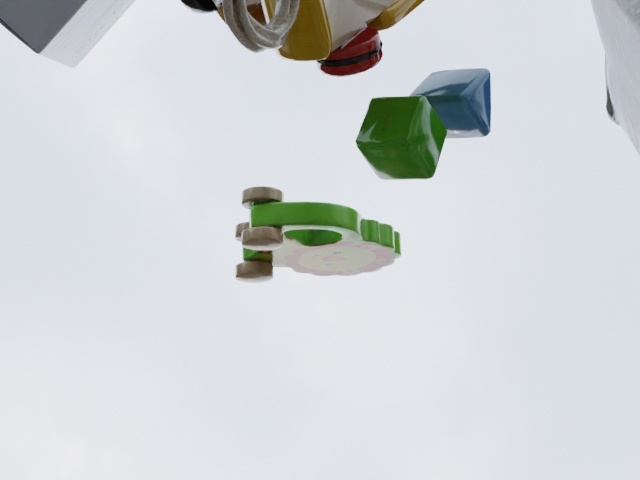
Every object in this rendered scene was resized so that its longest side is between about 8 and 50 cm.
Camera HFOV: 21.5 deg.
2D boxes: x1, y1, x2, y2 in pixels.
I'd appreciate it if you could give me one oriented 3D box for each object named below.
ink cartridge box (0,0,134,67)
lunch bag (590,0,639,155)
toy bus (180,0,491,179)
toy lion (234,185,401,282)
[{"bbox_3d":[-0.189,-0.208,1.315,0.072,0.175,0.127,42,-88,-1],"label":"ink cartridge box"},{"bbox_3d":[0.342,-0.130,1.086,0.287,0.235,0.169,-16,-59,0],"label":"lunch bag"},{"bbox_3d":[-0.009,-0.133,0.706,0.104,0.191,0.202,-1,-19,33],"label":"toy bus"},{"bbox_3d":[0.000,0.000,0.964,0.096,0.034,0.100,0,-18,-6],"label":"toy lion"}]
